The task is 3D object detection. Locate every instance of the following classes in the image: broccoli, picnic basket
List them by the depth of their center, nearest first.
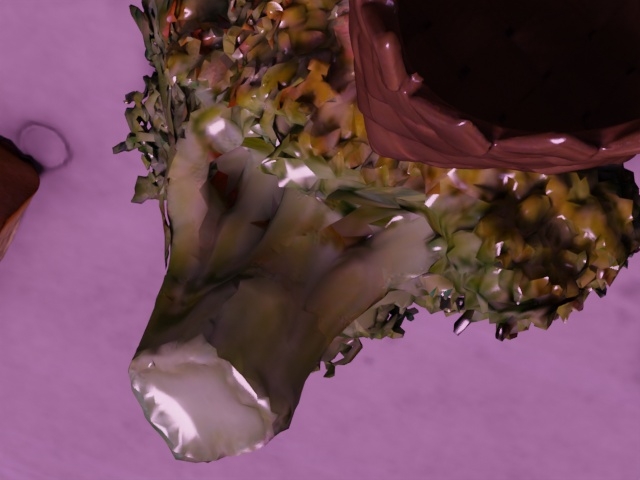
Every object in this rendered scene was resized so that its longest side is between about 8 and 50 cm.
[{"bbox_3d":[0.067,-0.090,0.519,0.128,0.138,0.178,4,171,-8],"label":"picnic basket"},{"bbox_3d":[0.000,0.000,0.661,0.219,0.194,0.194,6,130,24],"label":"broccoli"}]

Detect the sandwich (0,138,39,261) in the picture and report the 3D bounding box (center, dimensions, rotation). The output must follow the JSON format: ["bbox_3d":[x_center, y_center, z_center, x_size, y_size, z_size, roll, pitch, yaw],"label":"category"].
[{"bbox_3d":[-0.247,0.001,0.748,0.220,0.186,0.108,28,128,-5],"label":"sandwich"}]
